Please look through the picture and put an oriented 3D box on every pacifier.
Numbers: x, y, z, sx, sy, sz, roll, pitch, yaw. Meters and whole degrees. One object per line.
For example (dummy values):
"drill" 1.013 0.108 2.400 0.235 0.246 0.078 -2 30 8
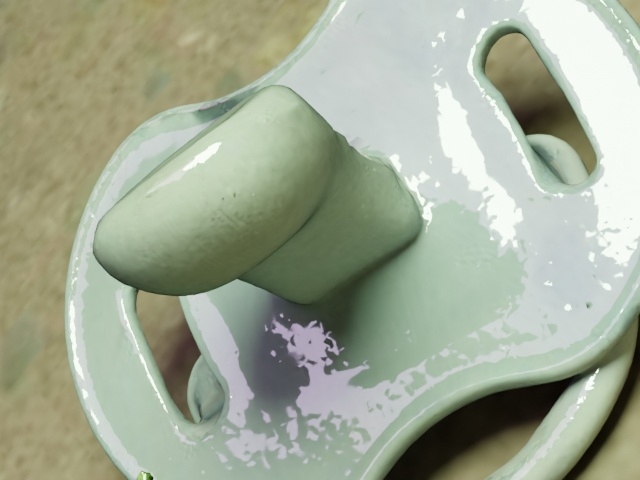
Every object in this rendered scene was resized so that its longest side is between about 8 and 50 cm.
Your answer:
"pacifier" 0.000 0.000 0.728 0.279 0.207 0.227 -35 62 16

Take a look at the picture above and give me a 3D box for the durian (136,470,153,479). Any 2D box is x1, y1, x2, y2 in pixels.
"durian" -0.031 0.189 0.678 0.086 0.100 0.215 -17 55 -15
